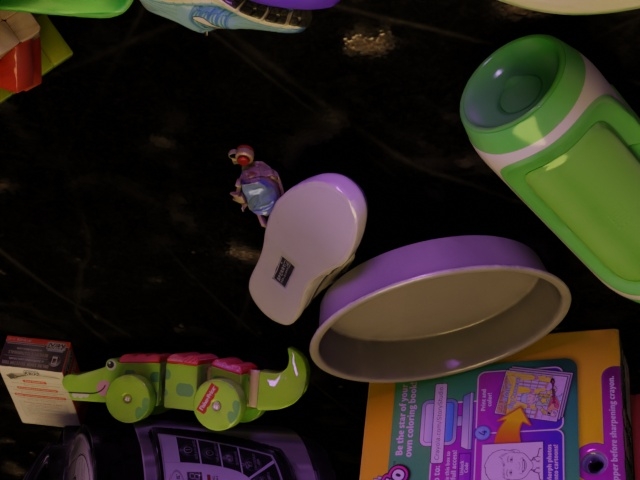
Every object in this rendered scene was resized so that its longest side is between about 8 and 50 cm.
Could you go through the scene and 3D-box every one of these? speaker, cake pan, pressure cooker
[{"bbox_3d":[0.256,-0.058,1.025,0.131,0.131,0.296,-22,133,35],"label":"speaker"},{"bbox_3d":[0.129,0.078,1.224,0.293,0.054,0.293,-8,152,-4],"label":"cake pan"},{"bbox_3d":[-0.213,0.431,1.502,0.420,0.375,0.370,7,-178,-19],"label":"pressure cooker"}]

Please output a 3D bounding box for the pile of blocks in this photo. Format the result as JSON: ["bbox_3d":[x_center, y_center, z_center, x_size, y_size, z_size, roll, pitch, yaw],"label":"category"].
[{"bbox_3d":[-0.306,-0.139,0.996,0.362,0.149,0.112,-22,106,53],"label":"pile of blocks"}]

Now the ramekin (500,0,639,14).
[{"bbox_3d":[0.177,-0.292,0.713,0.303,0.148,0.303,6,143,4],"label":"ramekin"}]

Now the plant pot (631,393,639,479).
[{"bbox_3d":[0.418,0.350,1.429,0.275,0.243,0.275,5,143,4],"label":"plant pot"}]

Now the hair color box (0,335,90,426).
[{"bbox_3d":[-0.389,0.203,1.560,0.093,0.053,0.167,6,145,3],"label":"hair color box"}]

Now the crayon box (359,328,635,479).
[{"bbox_3d":[0.205,0.290,1.294,0.313,0.363,0.106,-7,141,20],"label":"crayon box"}]

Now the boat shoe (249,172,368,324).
[{"bbox_3d":[0.000,0.000,1.181,0.096,0.088,0.267,40,146,11],"label":"boat shoe"}]

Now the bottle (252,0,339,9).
[{"bbox_3d":[-0.021,-0.299,0.791,0.118,0.092,0.283,9,143,6],"label":"bottle"}]

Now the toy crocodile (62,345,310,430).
[{"bbox_3d":[-0.179,0.188,1.461,0.340,0.105,0.115,1,178,19],"label":"toy crocodile"}]

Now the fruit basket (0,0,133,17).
[{"bbox_3d":[-0.315,-0.225,0.726,0.392,0.392,0.283,6,143,4],"label":"fruit basket"}]

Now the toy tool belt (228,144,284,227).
[{"bbox_3d":[-0.069,-0.055,1.155,0.052,0.051,0.083,-8,140,21],"label":"toy tool belt"}]

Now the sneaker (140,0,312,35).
[{"bbox_3d":[-0.086,-0.212,0.961,0.162,0.063,0.073,14,161,0],"label":"sneaker"}]
